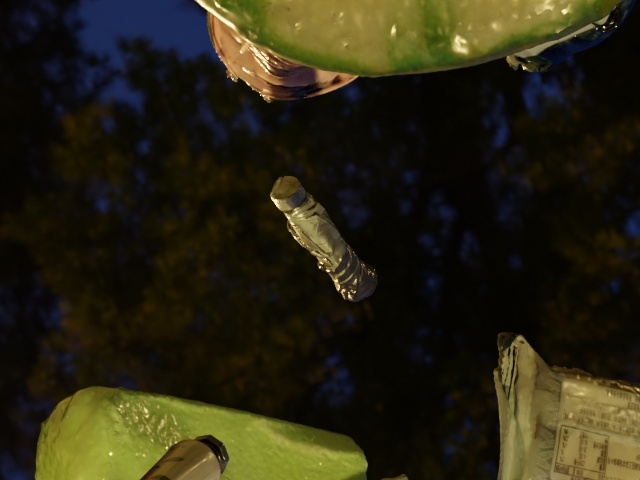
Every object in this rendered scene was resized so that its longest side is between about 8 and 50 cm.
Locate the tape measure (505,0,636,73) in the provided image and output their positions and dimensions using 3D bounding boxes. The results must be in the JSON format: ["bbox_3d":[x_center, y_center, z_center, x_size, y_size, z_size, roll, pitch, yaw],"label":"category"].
[{"bbox_3d":[0.297,-0.311,2.096,0.182,0.107,0.181,-27,-128,49],"label":"tape measure"}]

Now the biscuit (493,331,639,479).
[{"bbox_3d":[0.312,0.216,1.968,0.309,0.186,0.079,12,167,-31],"label":"biscuit"}]

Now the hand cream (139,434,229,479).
[{"bbox_3d":[-0.146,0.218,1.390,0.080,0.050,0.234,-38,179,34],"label":"hand cream"}]

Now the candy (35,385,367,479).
[{"bbox_3d":[-0.110,0.227,1.713,0.343,0.132,0.142,17,167,-38],"label":"candy"}]

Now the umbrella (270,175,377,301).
[{"bbox_3d":[0.000,0.000,1.805,0.050,0.188,0.046,12,-115,38],"label":"umbrella"}]

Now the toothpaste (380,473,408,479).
[{"bbox_3d":[0.080,0.293,1.206,0.047,0.268,0.069,-18,171,31],"label":"toothpaste"}]

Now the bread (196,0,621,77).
[{"bbox_3d":[0.048,-0.278,1.022,0.366,0.382,0.129,-51,178,24],"label":"bread"}]

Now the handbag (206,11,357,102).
[{"bbox_3d":[-0.002,-0.240,1.707,0.205,0.179,0.116,-26,-179,-25],"label":"handbag"}]
